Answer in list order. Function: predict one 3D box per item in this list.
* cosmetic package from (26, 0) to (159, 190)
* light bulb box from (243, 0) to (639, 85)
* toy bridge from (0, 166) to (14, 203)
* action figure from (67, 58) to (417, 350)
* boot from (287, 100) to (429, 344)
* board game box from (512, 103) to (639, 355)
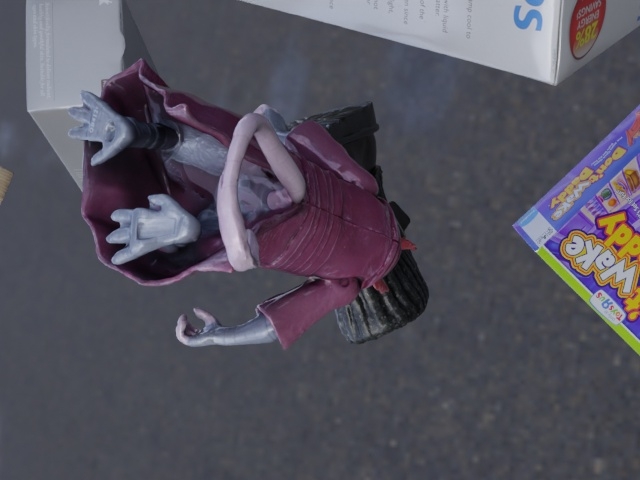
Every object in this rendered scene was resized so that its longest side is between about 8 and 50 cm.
[{"bbox_3d":[-0.220,-0.143,1.694,0.238,0.107,0.127,67,-162,-68],"label":"cosmetic package"},{"bbox_3d":[0.158,-0.347,1.675,0.358,0.361,0.225,-35,-44,-49],"label":"light bulb box"},{"bbox_3d":[-0.374,-0.072,1.538,0.026,0.188,0.063,3,70,55],"label":"toy bridge"},{"bbox_3d":[-0.028,-0.038,1.452,0.276,0.370,0.248,-10,69,45],"label":"action figure"},{"bbox_3d":[0.004,-0.001,1.861,0.348,0.131,0.260,-27,-74,-58],"label":"boot"},{"bbox_3d":[0.408,0.024,1.808,0.233,0.347,0.078,-45,25,7],"label":"board game box"}]
